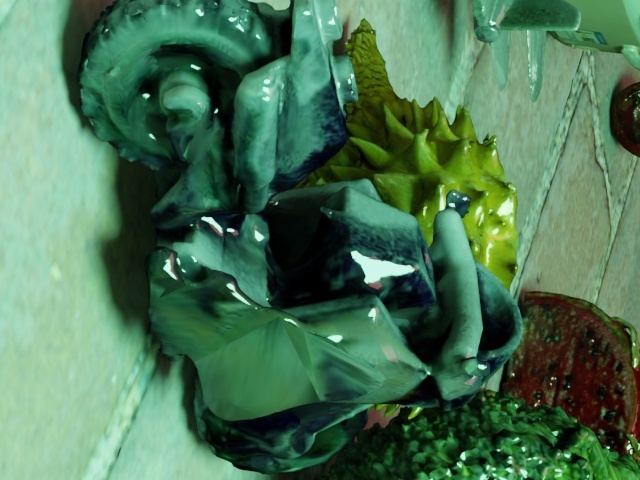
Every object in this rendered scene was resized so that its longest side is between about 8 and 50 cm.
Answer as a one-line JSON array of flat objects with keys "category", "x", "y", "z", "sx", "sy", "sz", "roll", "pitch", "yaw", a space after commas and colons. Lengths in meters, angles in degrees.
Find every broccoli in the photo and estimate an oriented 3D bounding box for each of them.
[{"category": "broccoli", "x": 0.073, "y": 0.165, "z": 0.937, "sx": 0.176, "sy": 0.198, "sz": 0.226, "roll": 45, "pitch": 20, "yaw": -15}]

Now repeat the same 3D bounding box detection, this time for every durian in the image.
[{"category": "durian", "x": 0.023, "y": -0.026, "z": 0.918, "sx": 0.078, "sy": 0.140, "sz": 0.224, "roll": 15, "pitch": 51, "yaw": -38}]

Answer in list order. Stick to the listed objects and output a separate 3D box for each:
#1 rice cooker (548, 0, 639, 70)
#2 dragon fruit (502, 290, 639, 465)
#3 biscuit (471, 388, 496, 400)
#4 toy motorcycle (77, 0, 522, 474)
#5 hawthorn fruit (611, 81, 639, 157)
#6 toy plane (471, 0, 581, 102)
[{"category": "rice cooker", "x": 0.212, "y": -0.203, "z": 1.302, "sx": 0.206, "sy": 0.127, "sz": 0.145, "roll": 37, "pitch": 62, "yaw": -69}, {"category": "dragon fruit", "x": 0.201, "y": 0.125, "z": 1.356, "sx": 0.121, "sy": 0.127, "sz": 0.161, "roll": -68, "pitch": 153, "yaw": -20}, {"category": "biscuit", "x": 0.098, "y": 0.141, "z": 1.233, "sx": 0.147, "sy": 0.018, "sz": 0.071, "roll": -13, "pitch": 104, "yaw": -66}, {"category": "toy motorcycle", "x": 0.000, "y": 0.000, "z": 0.779, "sx": 0.106, "sy": 0.159, "sz": 0.270, "roll": -93, "pitch": 172, "yaw": -48}, {"category": "hawthorn fruit", "x": 0.284, "y": -0.103, "z": 1.578, "sx": 0.077, "sy": 0.077, "sz": 0.077, "roll": 5, "pitch": 90, "yaw": -68}, {"category": "toy plane", "x": 0.121, "y": -0.238, "z": 1.133, "sx": 0.212, "sy": 0.088, "sz": 0.267, "roll": 67, "pitch": 27, "yaw": -52}]
